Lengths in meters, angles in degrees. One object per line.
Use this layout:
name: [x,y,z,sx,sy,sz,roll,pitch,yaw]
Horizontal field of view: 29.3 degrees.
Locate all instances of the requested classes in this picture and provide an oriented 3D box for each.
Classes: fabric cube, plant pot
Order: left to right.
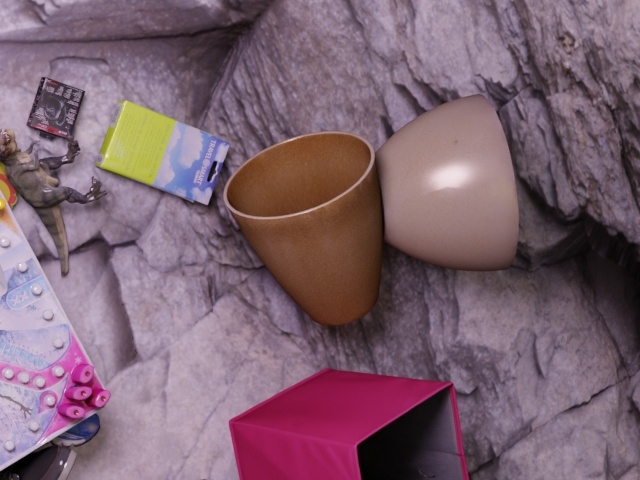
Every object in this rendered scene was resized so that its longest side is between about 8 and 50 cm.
plant pot: [0.000,0.000,1.898,0.237,0.237,0.254,-30,123,-19]
fabric cube: [0.051,0.366,1.895,0.254,0.258,0.259,-24,109,-47]
plant pot: [0.180,-0.077,1.943,0.190,0.284,0.284,-10,102,-7]

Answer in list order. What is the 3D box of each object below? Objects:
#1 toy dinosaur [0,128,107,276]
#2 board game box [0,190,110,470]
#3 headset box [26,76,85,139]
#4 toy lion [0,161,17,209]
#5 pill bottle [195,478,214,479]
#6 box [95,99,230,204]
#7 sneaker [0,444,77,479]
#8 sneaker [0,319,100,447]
toy dinosaur: [-0.382,-0.079,1.759,0.118,0.064,0.268,-34,130,-15]
board game box: [-0.524,0.146,1.623,0.390,0.050,0.390,-31,100,-28]
headset box: [-0.386,-0.188,1.776,0.062,0.032,0.083,17,91,-26]
toy lion: [-0.477,-0.085,1.752,0.100,0.034,0.096,30,92,-26]
pill bottle: [-0.207,0.430,1.909,0.193,0.108,0.108,-3,99,-25]
box: [-0.237,-0.132,1.848,0.178,0.042,0.109,20,89,-26]
sneaker: [-0.445,0.328,1.735,0.118,0.222,0.083,42,39,-21]
sneaker: [-0.433,0.171,1.754,0.330,0.130,0.147,45,81,-23]
